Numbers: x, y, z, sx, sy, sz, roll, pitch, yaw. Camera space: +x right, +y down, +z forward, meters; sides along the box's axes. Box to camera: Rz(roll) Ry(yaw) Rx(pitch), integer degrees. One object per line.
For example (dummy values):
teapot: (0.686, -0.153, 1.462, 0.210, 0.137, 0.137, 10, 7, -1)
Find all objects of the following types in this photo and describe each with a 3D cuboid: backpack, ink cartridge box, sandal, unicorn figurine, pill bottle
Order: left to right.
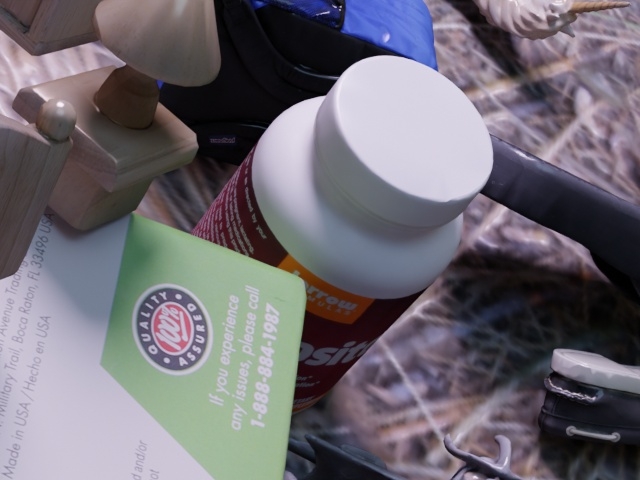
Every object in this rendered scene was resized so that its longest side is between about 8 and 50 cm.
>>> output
ink cartridge box: (-0.194, 0.058, 0.503, 0.353, 0.119, 0.207, 22, 48, -17)
backpack: (-0.007, -0.086, 0.738, 0.120, 0.098, 0.101, 18, 46, -18)
pill bottle: (0.000, 0.000, 0.641, 0.086, 0.152, 0.086, 16, 51, -21)
unicorn figurine: (0.081, -0.160, 0.882, 0.162, 0.060, 0.111, 15, 50, -1)
sandal: (0.166, 0.021, 0.789, 0.254, 0.054, 0.097, 24, 6, -16)

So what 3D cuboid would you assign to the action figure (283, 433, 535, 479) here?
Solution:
action figure: (0.037, 0.172, 0.578, 0.185, 0.099, 0.285, 25, 43, -1)

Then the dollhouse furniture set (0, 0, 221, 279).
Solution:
dollhouse furniture set: (-0.180, -0.139, 0.467, 0.303, 0.174, 0.355, 40, 30, 15)

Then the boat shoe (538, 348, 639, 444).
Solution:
boat shoe: (0.153, 0.079, 0.756, 0.125, 0.038, 0.046, 13, 10, -30)
